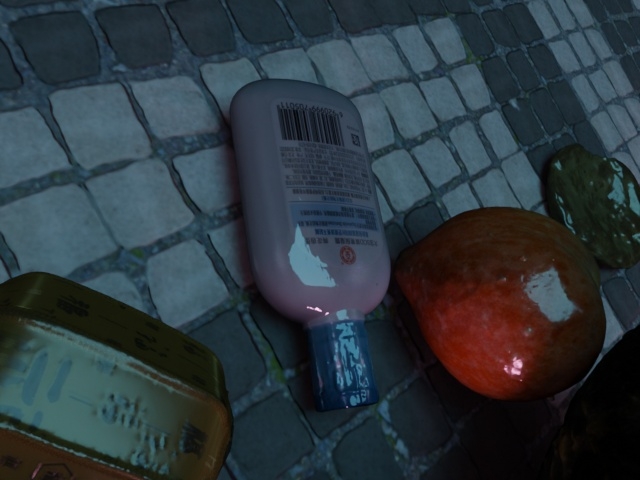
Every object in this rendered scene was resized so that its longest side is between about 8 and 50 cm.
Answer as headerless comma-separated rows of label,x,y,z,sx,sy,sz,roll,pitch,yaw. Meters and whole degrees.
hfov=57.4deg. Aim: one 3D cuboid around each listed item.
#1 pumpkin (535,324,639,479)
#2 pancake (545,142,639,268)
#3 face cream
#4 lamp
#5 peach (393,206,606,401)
pumpkin,0.384,0.277,0.542,0.455,0.344,0.453,-26,127,-42
pancake,0.458,-0.056,0.966,0.236,0.042,0.222,-10,82,-34
face cream,0.000,0.000,0.597,0.163,0.080,0.336,2,71,-35
lamp,-0.163,0.118,0.392,0.185,0.161,0.161,34,55,-19
peach,0.190,0.063,0.650,0.233,0.233,0.232,14,64,-30
